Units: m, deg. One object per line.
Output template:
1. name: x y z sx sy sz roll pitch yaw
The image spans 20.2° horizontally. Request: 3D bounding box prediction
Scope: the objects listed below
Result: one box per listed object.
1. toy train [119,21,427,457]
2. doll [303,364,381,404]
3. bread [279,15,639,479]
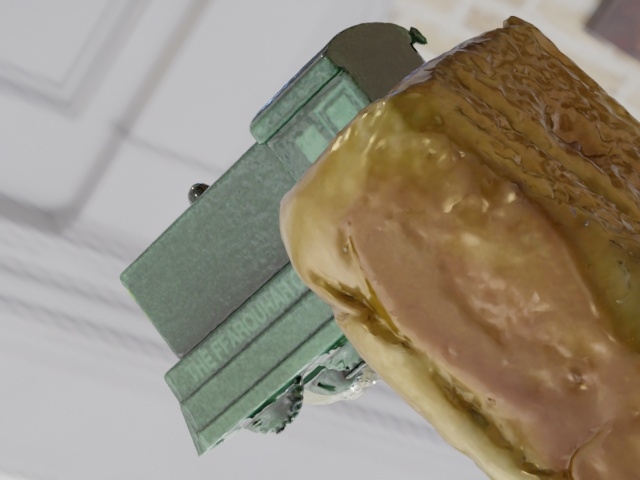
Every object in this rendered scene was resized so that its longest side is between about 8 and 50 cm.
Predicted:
1. toy train: 0.000 0.000 1.199 0.178 0.330 0.138 53 -146 6
2. doll: -0.007 0.090 1.889 0.175 0.149 0.278 42 -169 3
3. bread: 0.128 0.045 0.745 0.294 0.132 0.167 45 -158 7
